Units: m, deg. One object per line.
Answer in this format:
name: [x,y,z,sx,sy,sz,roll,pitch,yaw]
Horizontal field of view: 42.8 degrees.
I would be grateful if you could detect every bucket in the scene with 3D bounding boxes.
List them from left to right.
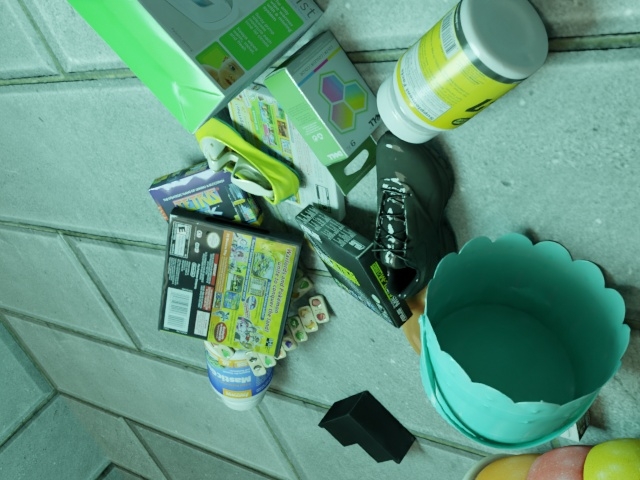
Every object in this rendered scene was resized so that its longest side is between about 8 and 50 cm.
bucket: [0.272,0.148,1.159,0.281,0.281,0.183,30,148,18]

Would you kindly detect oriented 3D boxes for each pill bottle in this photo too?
pill bottle: [-0.182,0.271,1.850,0.152,0.152,0.272,27,143,21]
pill bottle: [0.163,-0.206,0.992,0.119,0.119,0.208,46,147,-6]

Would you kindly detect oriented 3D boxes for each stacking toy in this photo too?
stacking toy: [0.470,0.425,1.284,0.350,0.350,0.480,42,131,1]

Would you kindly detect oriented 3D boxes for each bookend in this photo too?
bookend: [0.100,0.422,1.803,0.157,0.072,0.156,44,147,-4]

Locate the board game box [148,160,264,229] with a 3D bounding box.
board game box: [-0.211,-0.071,1.520,0.170,0.048,0.141,-17,120,19]

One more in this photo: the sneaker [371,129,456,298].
sneaker: [0.130,-0.029,1.217,0.109,0.130,0.286,14,136,38]

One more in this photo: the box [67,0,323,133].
box: [-0.171,-0.321,1.101,0.262,0.231,0.127,48,147,-8]

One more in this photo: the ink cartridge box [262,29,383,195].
ink cartridge box: [0.024,-0.181,1.171,0.062,0.109,0.209,-14,118,52]

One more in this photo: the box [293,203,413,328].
box: [0.056,0.042,1.374,0.191,0.045,0.184,34,163,48]

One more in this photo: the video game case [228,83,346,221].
video game case: [-0.057,-0.150,1.365,0.206,0.026,0.227,22,142,28]

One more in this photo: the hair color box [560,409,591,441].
hair color box: [0.363,0.270,1.383,0.167,0.053,0.093,11,134,40]

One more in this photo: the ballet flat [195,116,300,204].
ballet flat: [-0.140,-0.134,1.374,0.231,0.077,0.077,33,147,13]

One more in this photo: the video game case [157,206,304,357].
video game case: [-0.177,0.085,1.562,0.248,0.035,0.275,13,121,1]

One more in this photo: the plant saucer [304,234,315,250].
plant saucer: [0.000,0.000,1.483,0.083,0.015,0.083,27,143,22]

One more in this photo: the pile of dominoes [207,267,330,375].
pile of dominoes: [-0.114,0.153,1.633,0.251,0.040,0.196,-40,99,23]

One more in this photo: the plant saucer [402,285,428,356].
plant saucer: [0.210,0.157,1.397,0.200,0.037,0.200,31,140,31]
